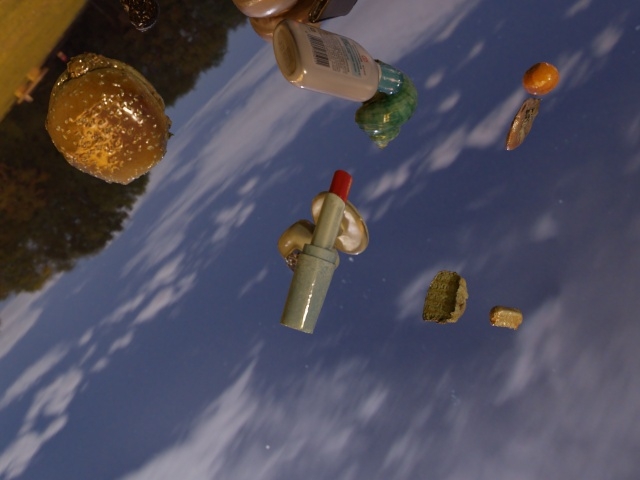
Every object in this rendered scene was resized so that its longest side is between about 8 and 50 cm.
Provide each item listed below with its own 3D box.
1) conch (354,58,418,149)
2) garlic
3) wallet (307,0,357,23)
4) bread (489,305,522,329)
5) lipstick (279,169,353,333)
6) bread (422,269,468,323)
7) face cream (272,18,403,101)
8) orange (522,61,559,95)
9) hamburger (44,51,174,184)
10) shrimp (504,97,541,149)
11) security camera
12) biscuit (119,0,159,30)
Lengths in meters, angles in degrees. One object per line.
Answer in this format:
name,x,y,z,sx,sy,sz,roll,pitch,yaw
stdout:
conch,0.164,-0.340,1.780,0.202,0.134,0.196,-64,-162,10
garlic,-0.056,-0.586,1.610,0.340,0.231,0.246,-19,-141,41
wallet,0.042,-0.543,1.563,0.110,0.031,0.198,-53,174,31
bread,0.417,0.173,1.577,0.033,0.088,0.049,-157,-104,-66
lipstick,0.001,0.016,1.166,0.061,0.068,0.274,14,-97,34
bread,0.348,0.173,1.916,0.103,0.110,0.156,12,-112,33
face cream,0.051,-0.378,1.521,0.080,0.336,0.163,-36,-117,40
orange,0.507,-0.372,1.606,0.083,0.070,0.083,-39,-171,7
hamburger,-0.362,-0.205,1.177,0.189,0.215,0.122,-38,-150,-1
shrimp,0.523,-0.320,1.791,0.223,0.047,0.126,-52,155,-36
security camera,0.000,0.000,1.552,0.080,0.157,0.301,-38,177,-32
biscuit,-0.369,-0.472,1.410,0.027,0.089,0.087,-4,-112,60
